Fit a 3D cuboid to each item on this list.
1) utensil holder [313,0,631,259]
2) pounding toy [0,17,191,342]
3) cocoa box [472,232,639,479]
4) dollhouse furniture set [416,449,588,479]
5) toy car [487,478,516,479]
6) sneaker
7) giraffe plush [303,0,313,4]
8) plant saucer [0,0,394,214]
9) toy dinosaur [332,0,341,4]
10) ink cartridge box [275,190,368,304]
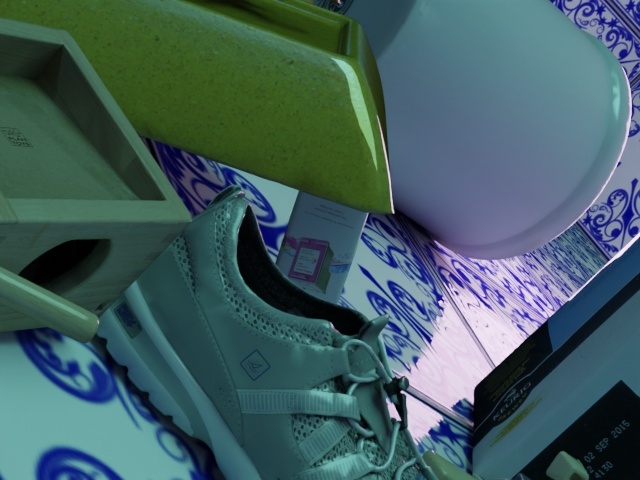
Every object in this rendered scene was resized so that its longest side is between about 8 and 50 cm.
[{"bbox_3d":[0.132,-0.195,1.387,0.385,0.327,0.327,29,20,-41],"label":"utensil holder"},{"bbox_3d":[-0.161,-0.007,0.494,0.181,0.094,0.206,55,26,18],"label":"pounding toy"},{"bbox_3d":[0.321,0.119,0.955,0.231,0.347,0.228,44,13,-3],"label":"cocoa box"},{"bbox_3d":[0.110,0.159,0.822,0.114,0.091,0.081,35,1,-25],"label":"dollhouse furniture set"},{"bbox_3d":[0.062,0.196,0.471,0.182,0.159,0.136,45,48,1],"label":"toy car"},{"bbox_3d":[0.005,0.093,0.609,0.281,0.115,0.105,45,14,1],"label":"sneaker"},{"bbox_3d":[-0.124,-0.233,1.049,0.171,0.181,0.210,27,-20,-32],"label":"giraffe plush"},{"bbox_3d":[-0.095,-0.146,0.828,0.333,0.081,0.332,19,17,-4],"label":"plant saucer"},{"bbox_3d":[-0.046,-0.193,0.823,0.211,0.112,0.064,-53,137,-76],"label":"toy dinosaur"},{"bbox_3d":[0.000,0.000,0.832,0.052,0.122,0.088,19,17,-1],"label":"ink cartridge box"}]
